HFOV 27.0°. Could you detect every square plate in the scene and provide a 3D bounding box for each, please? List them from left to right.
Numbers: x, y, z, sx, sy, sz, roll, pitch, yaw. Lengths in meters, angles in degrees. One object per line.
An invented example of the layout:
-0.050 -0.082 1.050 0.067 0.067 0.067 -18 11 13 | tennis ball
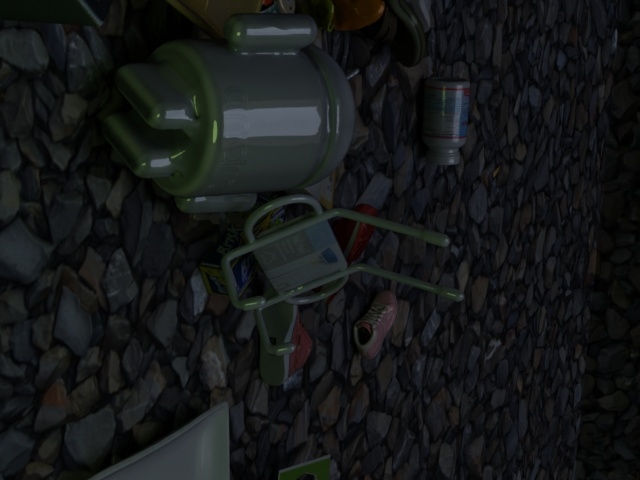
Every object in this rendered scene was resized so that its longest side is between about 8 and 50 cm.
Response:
-0.236 0.434 1.875 0.344 0.049 0.347 -25 120 -59 | square plate

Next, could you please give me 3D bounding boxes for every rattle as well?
-0.013 -0.341 1.965 0.199 0.142 0.130 33 68 -62 | rattle

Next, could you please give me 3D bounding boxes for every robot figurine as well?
-0.100 -0.159 1.721 0.353 0.200 0.300 -7 135 -38 | robot figurine

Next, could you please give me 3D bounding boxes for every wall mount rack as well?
0.032 0.045 1.891 0.350 0.304 0.130 64 5 -65 | wall mount rack

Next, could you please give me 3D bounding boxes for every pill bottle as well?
0.238 -0.228 2.543 0.087 0.087 0.160 -23 119 -59 | pill bottle

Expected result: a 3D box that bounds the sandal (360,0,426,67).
0.094 -0.388 2.218 0.086 0.120 0.303 -40 147 -3 | sandal

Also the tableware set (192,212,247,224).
-0.154 -0.084 1.886 0.194 0.039 0.128 7 81 -69 | tableware set

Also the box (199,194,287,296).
-0.112 0.007 1.976 0.169 0.054 0.059 -57 145 -40 | box

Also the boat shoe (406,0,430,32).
0.163 -0.446 2.362 0.184 0.066 0.063 56 35 -50 | boat shoe

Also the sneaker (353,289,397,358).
0.099 0.146 2.430 0.134 0.051 0.070 -68 156 -15 | sneaker

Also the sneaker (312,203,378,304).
0.000 0.000 2.085 0.087 0.128 0.221 -48 168 -45 | sneaker

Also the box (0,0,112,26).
-0.290 -0.422 1.234 0.212 0.293 0.395 54 51 -54 | box

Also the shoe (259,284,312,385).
-0.055 0.138 2.124 0.081 0.063 0.178 -32 131 -58 | shoe

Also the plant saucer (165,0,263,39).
-0.162 -0.444 1.711 0.333 0.081 0.333 32 69 -61 | plant saucer

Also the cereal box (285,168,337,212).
-0.037 -0.163 2.055 0.240 0.047 0.173 40 54 -58 | cereal box

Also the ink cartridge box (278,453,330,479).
-0.073 0.475 2.154 0.189 0.097 0.255 1 96 -62 | ink cartridge box
